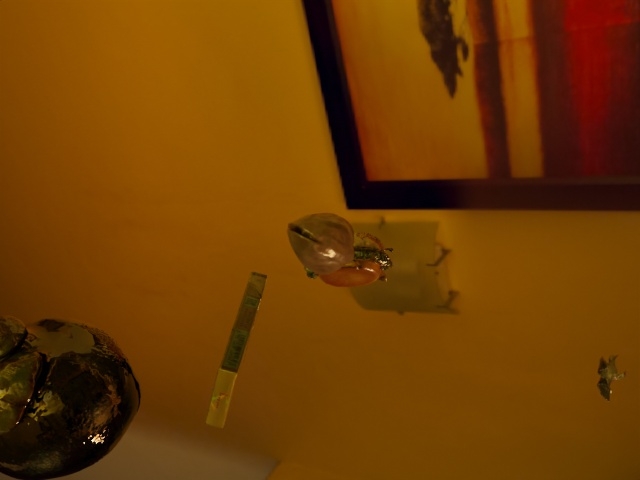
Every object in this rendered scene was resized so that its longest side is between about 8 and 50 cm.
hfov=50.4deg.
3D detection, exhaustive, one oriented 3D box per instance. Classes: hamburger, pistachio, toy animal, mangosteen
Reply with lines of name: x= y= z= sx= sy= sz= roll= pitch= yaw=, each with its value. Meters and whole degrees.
hamburger: x=0.058 y=0.038 z=1.426 sx=0.164 sy=0.189 sz=0.093 roll=75 pitch=-167 yaw=-67
pistachio: x=0.000 y=0.000 z=1.172 sx=0.108 sy=0.126 sz=0.185 roll=-60 pitch=-10 yaw=-1
toy animal: x=0.372 y=0.167 z=0.866 sx=0.050 sy=0.028 sz=0.084 roll=-42 pitch=-43 yaw=-19
mangosteen: x=-0.355 y=0.192 z=0.868 sx=0.243 sy=0.243 sz=0.243 roll=-4 pitch=-85 yaw=-56

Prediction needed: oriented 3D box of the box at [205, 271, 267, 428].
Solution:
box: x=-0.160 y=0.203 z=1.307 sx=0.279 sy=0.041 sz=0.153 roll=-77 pitch=4 yaw=-55
